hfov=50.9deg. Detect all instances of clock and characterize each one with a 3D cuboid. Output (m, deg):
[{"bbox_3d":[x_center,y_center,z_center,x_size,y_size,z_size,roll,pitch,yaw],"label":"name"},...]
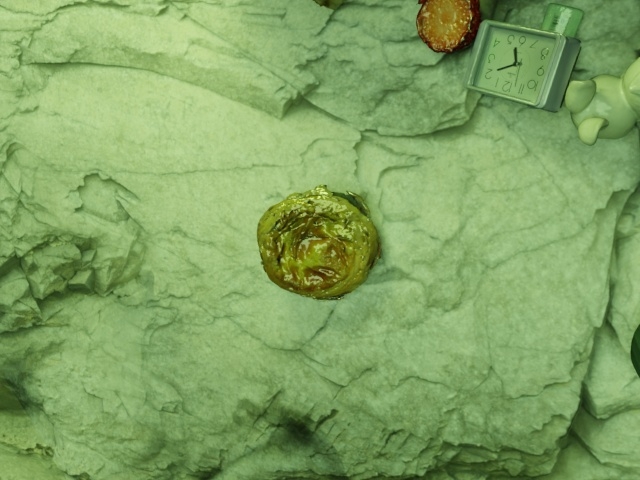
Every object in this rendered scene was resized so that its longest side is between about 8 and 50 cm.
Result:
[{"bbox_3d":[0.388,-0.340,1.313,0.193,0.073,0.144,28,111,40],"label":"clock"}]

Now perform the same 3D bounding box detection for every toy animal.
[{"bbox_3d":[0.553,-0.258,1.226,0.193,0.178,0.127,-20,88,25],"label":"toy animal"}]

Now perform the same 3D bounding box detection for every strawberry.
[{"bbox_3d":[0.266,-0.452,1.375,0.145,0.086,0.145,4,98,31],"label":"strawberry"}]

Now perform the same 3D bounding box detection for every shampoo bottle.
[{"bbox_3d":[0.452,-0.365,1.330,0.069,0.041,0.190,22,108,18],"label":"shampoo bottle"}]

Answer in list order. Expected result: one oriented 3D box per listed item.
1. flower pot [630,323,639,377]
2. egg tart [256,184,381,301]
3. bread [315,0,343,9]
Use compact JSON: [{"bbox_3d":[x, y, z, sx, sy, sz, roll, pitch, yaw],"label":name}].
[{"bbox_3d":[0.704,0.198,1.245,0.243,0.157,0.189,-28,88,28],"label":"flower pot"},{"bbox_3d":[0.000,0.000,1.567,0.297,0.132,0.297,4,109,12],"label":"egg tart"},{"bbox_3d":[-0.088,-0.702,1.346,0.390,0.371,0.279,38,108,11],"label":"bread"}]
